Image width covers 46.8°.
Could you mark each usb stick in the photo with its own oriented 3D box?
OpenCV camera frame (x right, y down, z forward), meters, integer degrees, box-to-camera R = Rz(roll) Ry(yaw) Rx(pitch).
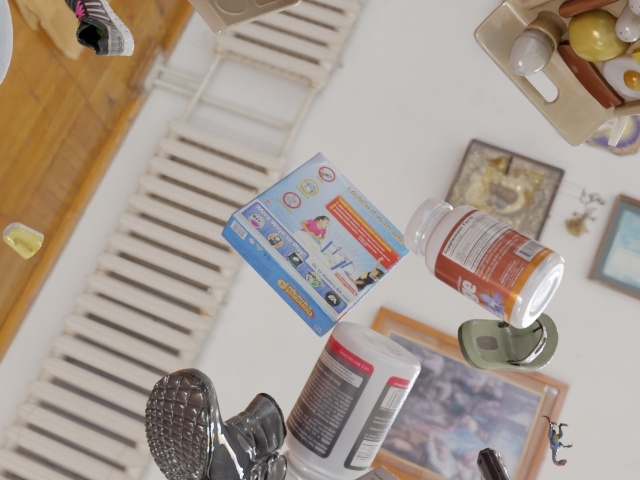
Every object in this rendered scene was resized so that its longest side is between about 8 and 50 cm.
[{"bbox_3d":[0.275,0.403,1.016,0.278,0.045,0.077,-104,171,-61],"label":"usb stick"}]

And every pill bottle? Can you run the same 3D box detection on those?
[{"bbox_3d":[0.233,0.025,1.080,0.121,0.216,0.121,-35,143,-32],"label":"pill bottle"},{"bbox_3d":[0.039,0.325,1.361,0.319,0.176,0.176,-63,172,6],"label":"pill bottle"}]

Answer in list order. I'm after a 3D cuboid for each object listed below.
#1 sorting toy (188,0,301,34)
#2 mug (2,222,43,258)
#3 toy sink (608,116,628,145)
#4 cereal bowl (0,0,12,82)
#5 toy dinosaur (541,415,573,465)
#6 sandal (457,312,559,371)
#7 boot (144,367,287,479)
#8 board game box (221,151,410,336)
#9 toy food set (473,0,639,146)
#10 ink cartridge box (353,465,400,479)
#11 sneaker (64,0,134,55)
[{"bbox_3d":[-0.171,-0.514,1.504,0.208,0.193,0.038,-30,161,-22],"label":"sorting toy"},{"bbox_3d":[-0.610,-0.005,1.514,0.064,0.078,0.062,45,60,-39],"label":"mug"},{"bbox_3d":[0.552,-0.326,1.445,0.153,0.131,0.234,40,67,-72],"label":"toy sink"},{"bbox_3d":[-0.693,-0.389,1.248,0.339,0.141,0.339,-6,90,-71],"label":"cereal bowl"},{"bbox_3d":[0.477,0.408,1.490,0.090,0.047,0.082,-128,-134,-82],"label":"toy dinosaur"},{"bbox_3d":[0.377,0.188,1.403,0.302,0.120,0.086,0,152,-46],"label":"sandal"},{"bbox_3d":[-0.146,0.294,1.142,0.222,0.118,0.338,-36,137,-48],"label":"boot"},{"bbox_3d":[0.000,0.000,1.596,0.302,0.308,0.086,-39,172,-40],"label":"board game box"},{"bbox_3d":[0.329,-0.197,0.829,0.092,0.219,0.306,-51,-162,-10],"label":"toy food set"},{"bbox_3d":[0.000,0.567,1.101,0.394,0.286,0.166,-25,176,-11],"label":"ink cartridge box"},{"bbox_3d":[-0.396,-0.377,1.270,0.074,0.170,0.063,-30,163,-45],"label":"sneaker"}]
